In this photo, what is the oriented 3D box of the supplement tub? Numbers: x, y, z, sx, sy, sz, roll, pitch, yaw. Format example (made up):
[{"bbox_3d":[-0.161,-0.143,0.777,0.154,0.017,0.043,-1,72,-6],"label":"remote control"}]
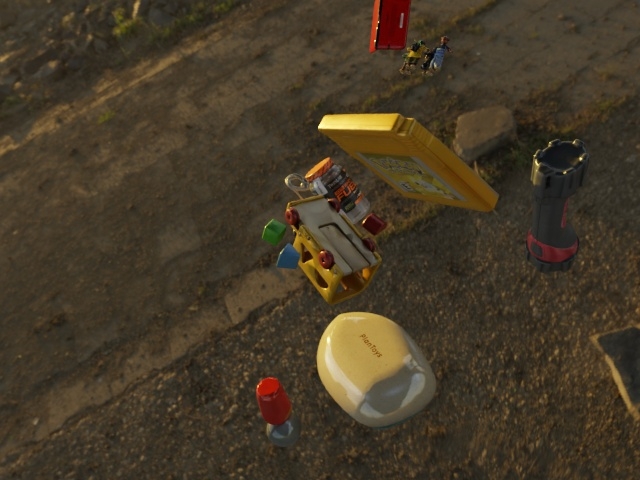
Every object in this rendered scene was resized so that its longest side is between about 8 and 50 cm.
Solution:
[{"bbox_3d":[0.048,-0.140,1.454,0.117,0.190,0.117,-36,16,12],"label":"supplement tub"}]

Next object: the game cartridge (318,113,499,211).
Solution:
[{"bbox_3d":[0.187,-0.170,1.087,0.285,0.323,0.053,20,83,55],"label":"game cartridge"}]

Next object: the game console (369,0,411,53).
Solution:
[{"bbox_3d":[0.188,-0.588,1.352,0.124,0.144,0.085,10,13,21],"label":"game console"}]

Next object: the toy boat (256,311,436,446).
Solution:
[{"bbox_3d":[0.038,0.267,0.924,0.318,0.148,0.267,-21,33,-10],"label":"toy boat"}]

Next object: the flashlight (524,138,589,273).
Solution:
[{"bbox_3d":[0.433,-0.055,0.909,0.103,0.304,0.103,-3,53,16],"label":"flashlight"}]

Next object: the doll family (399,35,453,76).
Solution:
[{"bbox_3d":[0.340,-0.596,1.598,0.192,0.076,0.112,21,83,32],"label":"doll family"}]

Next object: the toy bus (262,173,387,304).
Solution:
[{"bbox_3d":[0.002,0.009,0.828,0.190,0.104,0.202,19,41,-3],"label":"toy bus"}]
